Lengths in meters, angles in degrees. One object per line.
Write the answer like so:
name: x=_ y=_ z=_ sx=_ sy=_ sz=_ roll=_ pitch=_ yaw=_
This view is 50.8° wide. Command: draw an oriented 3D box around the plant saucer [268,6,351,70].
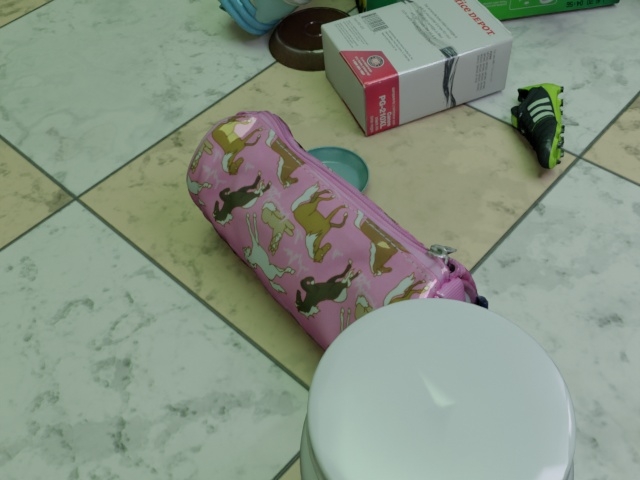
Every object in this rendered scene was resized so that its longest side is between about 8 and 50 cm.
plant saucer: x=-0.006 y=-0.350 z=1.146 sx=0.168 sy=0.029 sz=0.168 roll=-3 pitch=49 yaw=3

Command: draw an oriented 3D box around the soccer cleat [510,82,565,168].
soccer cleat: x=0.302 y=-0.159 z=0.941 sx=0.072 sy=0.060 sz=0.179 roll=0 pitch=43 yaw=18

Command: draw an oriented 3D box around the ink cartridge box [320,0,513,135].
ink cartridge box: x=0.142 y=-0.278 z=1.022 sx=0.237 sy=0.100 sz=0.172 roll=-20 pitch=51 yaw=-9

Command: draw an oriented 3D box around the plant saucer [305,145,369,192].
plant saucer: x=0.008 y=-0.081 z=0.923 sx=0.119 sy=0.021 sz=0.119 roll=-3 pitch=50 yaw=4

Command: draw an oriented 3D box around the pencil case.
pencil case: x=0.000 y=0.000 z=0.759 sx=0.167 sy=0.160 sz=0.386 roll=-44 pitch=56 yaw=-6

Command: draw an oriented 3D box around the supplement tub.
supplement tub: x=0.084 y=0.190 z=0.525 sx=0.191 sy=0.272 sz=0.191 roll=-3 pitch=50 yaw=3

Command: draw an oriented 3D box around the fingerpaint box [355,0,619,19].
fingerpaint box: x=0.264 y=-0.554 z=1.201 sx=0.444 sy=0.163 sz=0.371 roll=-9 pitch=51 yaw=-2

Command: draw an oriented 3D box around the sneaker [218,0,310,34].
sneaker: x=-0.101 y=-0.497 z=1.150 sx=0.127 sy=0.208 sz=0.319 roll=20 pitch=59 yaw=-35
